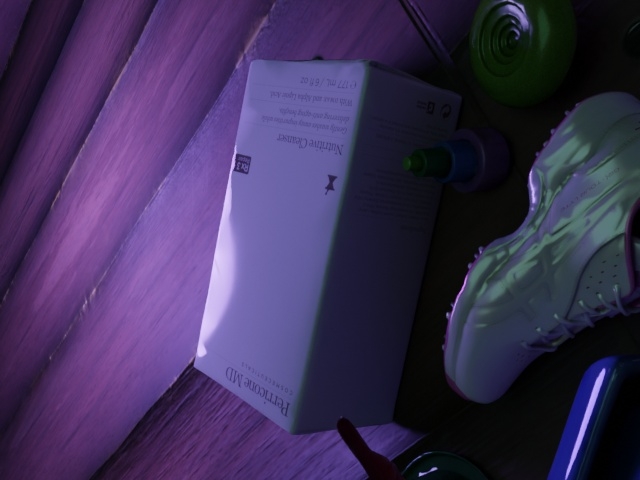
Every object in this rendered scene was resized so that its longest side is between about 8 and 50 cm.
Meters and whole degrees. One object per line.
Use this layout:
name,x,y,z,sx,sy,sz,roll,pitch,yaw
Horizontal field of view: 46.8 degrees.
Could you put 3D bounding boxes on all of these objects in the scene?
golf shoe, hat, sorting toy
golf shoe,0.210,0.033,0.623,0.140,0.115,0.306,44,119,41
hat,0.062,0.289,0.704,0.173,0.183,0.208,-38,56,42
sorting toy,0.147,-0.202,0.655,0.127,0.126,0.365,51,138,44

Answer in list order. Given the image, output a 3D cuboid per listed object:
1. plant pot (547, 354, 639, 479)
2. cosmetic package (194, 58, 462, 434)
plant pot,0.265,0.197,0.440,0.212,0.236,0.236,29,108,57
cosmetic package,0.000,0.000,0.848,0.217,0.156,0.385,16,96,49
